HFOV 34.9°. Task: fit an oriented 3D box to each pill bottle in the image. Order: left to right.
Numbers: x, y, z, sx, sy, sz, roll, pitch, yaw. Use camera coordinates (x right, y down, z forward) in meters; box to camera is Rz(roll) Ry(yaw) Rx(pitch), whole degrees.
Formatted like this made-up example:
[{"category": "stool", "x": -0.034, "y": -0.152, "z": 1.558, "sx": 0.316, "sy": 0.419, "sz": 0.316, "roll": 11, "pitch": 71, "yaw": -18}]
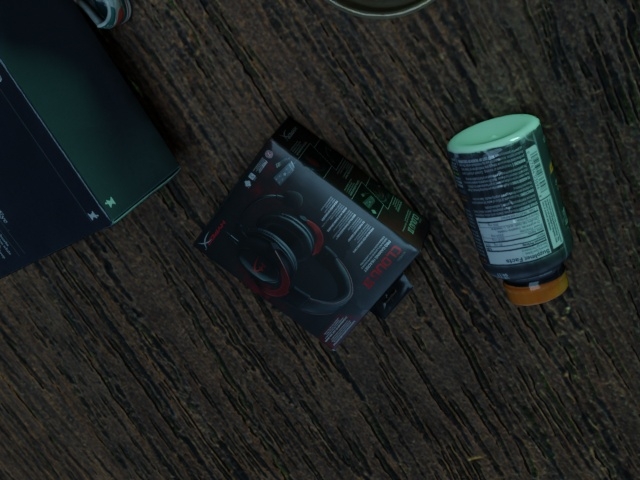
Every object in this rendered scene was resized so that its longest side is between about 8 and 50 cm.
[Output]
[{"category": "pill bottle", "x": 0.265, "y": -0.036, "z": 1.380, "sx": 0.130, "sy": 0.130, "sz": 0.246, "roll": -13, "pitch": 111, "yaw": 20}]

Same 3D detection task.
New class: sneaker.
[{"category": "sneaker", "x": -0.324, "y": -0.367, "z": 1.410, "sx": 0.057, "sy": 0.075, "sz": 0.161, "roll": -21, "pitch": 108, "yaw": 22}]

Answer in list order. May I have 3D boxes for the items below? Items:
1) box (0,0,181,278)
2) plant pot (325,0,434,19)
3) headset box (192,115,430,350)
[{"category": "box", "x": -0.431, "y": -0.155, "z": 1.442, "sx": 0.312, "sy": 0.179, "sz": 0.343, "roll": -20, "pitch": 109, "yaw": 38}, {"category": "plant pot", "x": 0.080, "y": -0.405, "z": 1.269, "sx": 0.237, "sy": 0.110, "sz": 0.237, "roll": 5, "pitch": 115, "yaw": 11}, {"category": "headset box", "x": 0.000, "y": 0.000, "z": 1.475, "sx": 0.293, "sy": 0.110, "sz": 0.218, "roll": 37, "pitch": 117, "yaw": -4}]
